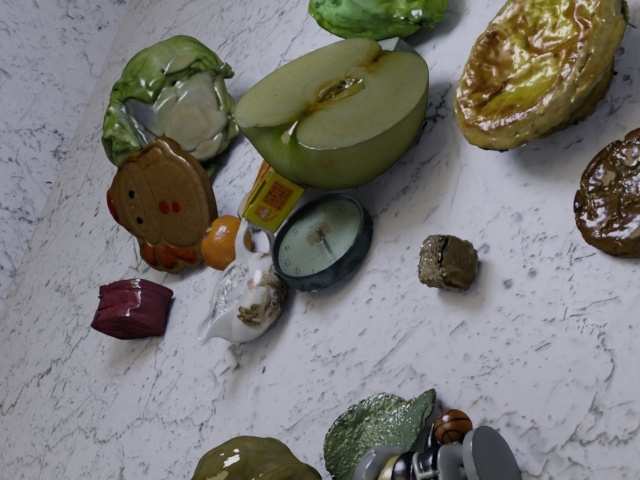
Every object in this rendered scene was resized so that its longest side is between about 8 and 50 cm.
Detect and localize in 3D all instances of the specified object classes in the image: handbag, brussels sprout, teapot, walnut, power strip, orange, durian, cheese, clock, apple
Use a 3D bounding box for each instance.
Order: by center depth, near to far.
[{"bbox_3d":[-0.093,0.460,1.264,0.277,0.253,0.282,-60,33,1],"label":"walnut"},{"bbox_3d":[0.042,-0.272,1.659,0.360,0.320,0.312,-40,0,-28],"label":"apple"},{"bbox_3d":[0.000,0.000,1.679,0.226,0.049,0.226,-23,40,22],"label":"clock"},{"bbox_3d":[-0.162,0.105,1.768,0.204,0.139,0.298,-11,55,52],"label":"teapot"},{"bbox_3d":[0.145,-0.414,1.855,0.175,0.075,0.042,7,71,54],"label":"power strip"},{"bbox_3d":[0.116,-0.551,1.861,0.340,0.256,0.204,-177,102,-70],"label":"durian"},{"bbox_3d":[-0.220,0.010,1.949,0.135,0.117,0.135,-41,25,24],"label":"orange"},{"bbox_3d":[-0.157,-0.101,2.019,0.092,0.047,0.171,-33,40,30],"label":"cheese"},{"bbox_3d":[-0.491,0.177,2.142,0.225,0.146,0.135,-15,57,46],"label":"handbag"},{"bbox_3d":[-0.430,-0.357,2.333,0.425,0.342,0.361,-58,29,-6],"label":"brussels sprout"}]

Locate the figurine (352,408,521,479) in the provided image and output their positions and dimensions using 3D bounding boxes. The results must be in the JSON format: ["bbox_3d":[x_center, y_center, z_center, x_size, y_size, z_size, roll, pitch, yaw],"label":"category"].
[{"bbox_3d":[0.149,0.340,1.157,0.236,0.133,0.176,-32,40,31],"label":"figurine"}]

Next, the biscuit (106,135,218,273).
[{"bbox_3d":[-0.415,-0.085,2.125,0.381,0.358,0.074,-2,16,36],"label":"biscuit"}]

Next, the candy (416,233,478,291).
[{"bbox_3d":[0.210,0.036,1.382,0.110,0.085,0.095,-9,61,62],"label":"candy"}]

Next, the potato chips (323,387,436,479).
[{"bbox_3d":[0.103,0.316,1.312,0.228,0.059,0.167,-23,52,35],"label":"potato chips"}]

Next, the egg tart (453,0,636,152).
[{"bbox_3d":[0.376,-0.282,1.382,0.341,0.132,0.341,-33,41,34],"label":"egg tart"}]

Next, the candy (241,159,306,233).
[{"bbox_3d":[-0.084,-0.149,1.837,0.146,0.088,0.276,-56,12,29],"label":"candy"}]

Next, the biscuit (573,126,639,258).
[{"bbox_3d":[0.459,-0.075,1.181,0.226,0.042,0.226,-35,38,33],"label":"biscuit"}]
